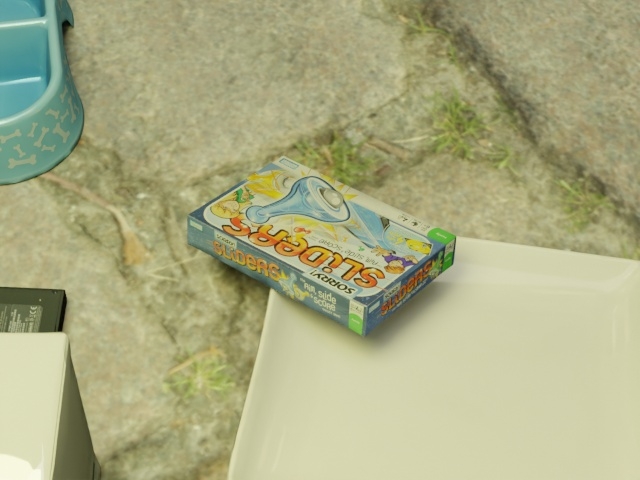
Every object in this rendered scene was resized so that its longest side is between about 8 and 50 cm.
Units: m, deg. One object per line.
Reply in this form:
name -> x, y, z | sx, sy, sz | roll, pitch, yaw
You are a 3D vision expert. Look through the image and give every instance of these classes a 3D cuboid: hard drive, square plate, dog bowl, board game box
hard drive -> -0.300, 0.083, 1.178 | 0.135, 0.022, 0.094 | 3, 55, -1
square plate -> 0.117, 0.115, 1.112 | 0.347, 0.049, 0.344 | 7, 38, 3
dog bowl -> -0.332, -0.193, 1.344 | 0.166, 0.074, 0.297 | -7, 56, -8
board game box -> 0.000, 0.000, 1.181 | 0.201, 0.035, 0.136 | 26, 42, 28

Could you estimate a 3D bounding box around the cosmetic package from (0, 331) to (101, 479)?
cosmetic package -> -0.291, 0.178, 0.985 | 0.224, 0.224, 0.138 | 0, 54, -2
